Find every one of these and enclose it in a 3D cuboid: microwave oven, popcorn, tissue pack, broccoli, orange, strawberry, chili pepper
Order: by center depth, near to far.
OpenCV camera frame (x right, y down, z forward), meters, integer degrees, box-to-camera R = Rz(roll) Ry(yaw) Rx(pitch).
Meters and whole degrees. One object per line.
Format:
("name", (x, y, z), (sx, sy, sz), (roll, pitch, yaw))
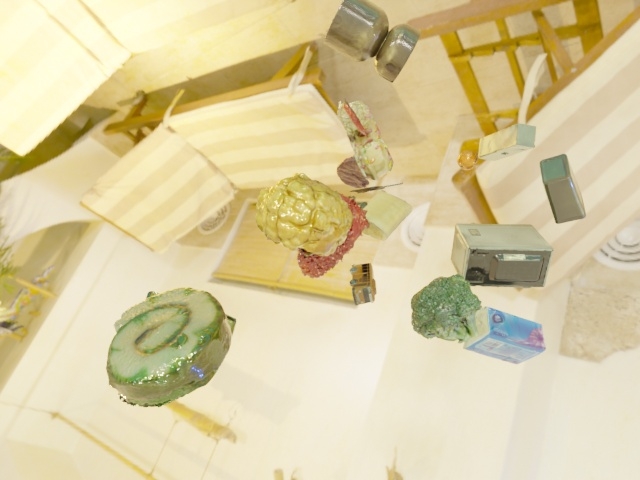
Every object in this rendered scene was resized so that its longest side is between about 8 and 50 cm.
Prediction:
("popcorn", (-0.042, -0.057, 1.128), (0.250, 0.190, 0.250), (33, -177, -2))
("strawberry", (0.022, -0.037, 1.319), (0.188, 0.286, 0.106), (13, 153, 37))
("broccoli", (0.439, 0.249, 1.663), (0.294, 0.265, 0.245), (-13, 123, 52))
("chili pepper", (0.127, -0.446, 1.739), (0.027, 0.045, 0.178), (-33, 122, 14))
("tissue pack", (0.747, 0.392, 1.944), (0.263, 0.146, 0.198), (17, 144, -10))
("orange", (0.617, -0.337, 1.988), (0.083, 0.084, 0.083), (19, 159, 8))
("microwave oven", (0.783, 0.073, 2.083), (0.354, 0.286, 0.219), (1, 117, 1))

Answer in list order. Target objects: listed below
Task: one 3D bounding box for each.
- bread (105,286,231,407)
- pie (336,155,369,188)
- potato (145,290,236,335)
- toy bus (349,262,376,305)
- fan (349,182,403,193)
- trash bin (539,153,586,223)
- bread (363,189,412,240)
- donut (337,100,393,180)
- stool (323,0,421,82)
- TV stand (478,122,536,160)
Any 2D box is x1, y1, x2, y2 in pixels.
("bread", (-0.443, 0.284, 1.333), (0.381, 0.366, 0.129), (6, 127, 30))
("pie", (0.185, -0.346, 2.393), (0.204, 0.054, 0.218), (30, 149, -26))
("potato", (-0.464, 0.368, 1.558), (0.330, 0.280, 0.213), (15, 139, 7))
("toy bus", (0.193, 0.195, 2.122), (0.114, 0.201, 0.098), (-9, 119, 10))
("fan", (0.245, -0.225, 2.011), (0.226, 0.008, 0.152), (-11, -169, -10))
("trash bin", (0.988, -0.210, 1.934), (0.122, 0.164, 0.240), (-15, 134, 31))
("bread", (0.196, -0.083, 1.511), (0.139, 0.178, 0.060), (25, 137, 25))
("donut", (0.208, -0.424, 2.083), (0.150, 0.371, 0.307), (-24, 147, 11))
("stool", (0.165, -0.654, 1.522), (0.264, 0.179, 0.179), (27, 158, -7))
("TV stand", (0.739, -0.387, 1.885), (0.082, 0.088, 0.269), (8, 178, -11))
